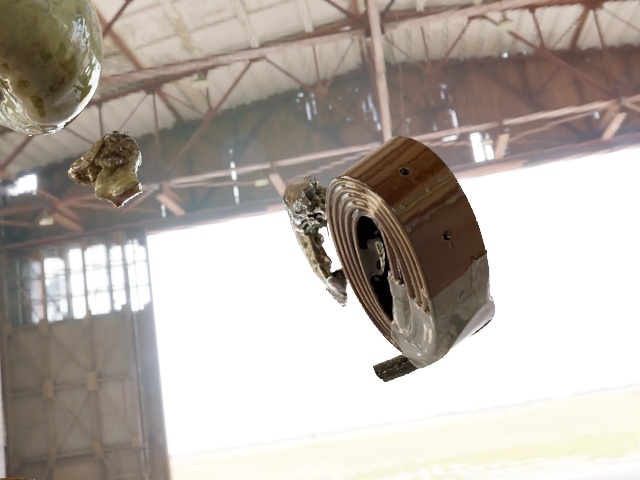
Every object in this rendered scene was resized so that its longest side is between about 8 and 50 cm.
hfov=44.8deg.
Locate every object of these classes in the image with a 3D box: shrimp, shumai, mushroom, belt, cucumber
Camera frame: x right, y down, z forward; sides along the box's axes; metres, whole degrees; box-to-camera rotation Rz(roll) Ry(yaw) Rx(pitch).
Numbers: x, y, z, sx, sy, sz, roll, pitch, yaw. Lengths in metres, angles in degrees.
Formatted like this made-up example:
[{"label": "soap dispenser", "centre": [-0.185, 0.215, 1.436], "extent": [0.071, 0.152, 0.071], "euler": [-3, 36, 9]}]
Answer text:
[{"label": "shrimp", "centre": [0.000, 0.000, 1.477], "extent": [0.085, 0.272, 0.445], "euler": [-21, -5, -9]}, {"label": "shumai", "centre": [-0.400, -0.130, 1.512], "extent": [0.146, 0.116, 0.145], "euler": [-26, -33, -18]}, {"label": "mushroom", "centre": [-0.441, -0.270, 0.979], "extent": [0.352, 0.260, 0.352], "euler": [20, -18, 7]}, {"label": "belt", "centre": [0.129, 0.023, 1.088], "extent": [0.122, 0.338, 0.217], "euler": [-36, 38, -23]}, {"label": "cucumber", "centre": [0.222, 0.267, 1.787], "extent": [0.215, 0.052, 0.058], "euler": [-27, 27, 10]}]

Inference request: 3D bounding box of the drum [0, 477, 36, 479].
[{"label": "drum", "centre": [-0.517, 0.609, 1.239], "extent": [0.431, 0.431, 0.214], "euler": [-4, -39, -17]}]
